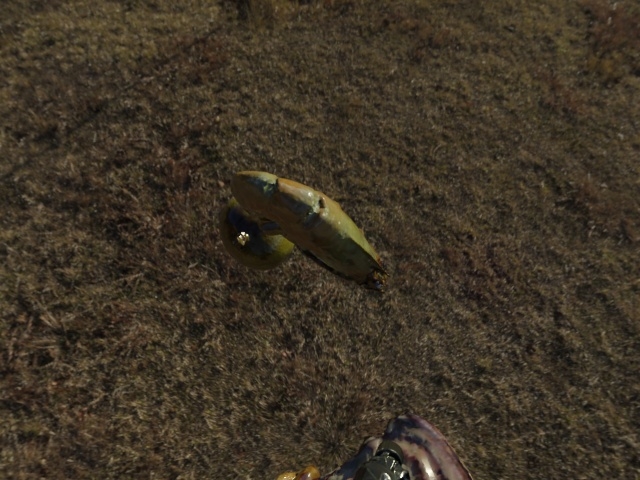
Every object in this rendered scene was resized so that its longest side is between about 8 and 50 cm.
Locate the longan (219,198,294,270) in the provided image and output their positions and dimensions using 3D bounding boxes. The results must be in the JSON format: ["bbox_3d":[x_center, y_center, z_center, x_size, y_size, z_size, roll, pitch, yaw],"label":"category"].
[{"bbox_3d":[-0.129,-0.016,0.830,0.154,0.176,0.145,20,102,15],"label":"longan"}]

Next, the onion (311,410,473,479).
[{"bbox_3d":[0.084,0.425,0.557,0.314,0.146,0.280,-29,31,-1],"label":"onion"}]

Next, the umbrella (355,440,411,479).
[{"bbox_3d":[0.048,0.289,0.459,0.071,0.224,0.080,-30,84,21],"label":"umbrella"}]

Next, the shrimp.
[{"bbox_3d":[0.001,0.000,0.504,0.145,0.267,0.061,5,70,49],"label":"shrimp"}]

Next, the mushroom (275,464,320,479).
[{"bbox_3d":[-0.055,0.575,0.988,0.127,0.127,0.087,-32,72,-13],"label":"mushroom"}]
